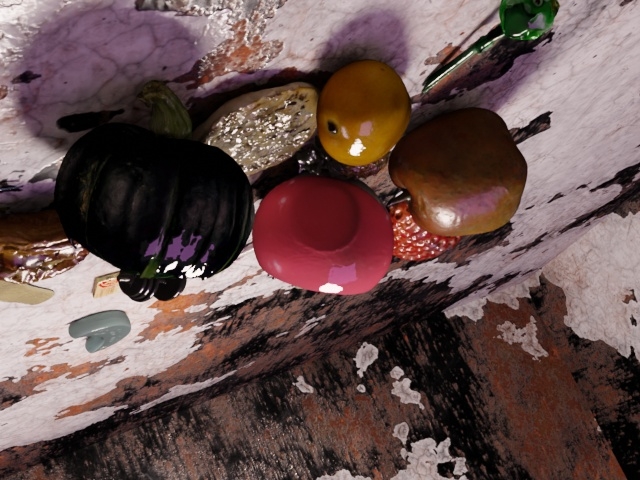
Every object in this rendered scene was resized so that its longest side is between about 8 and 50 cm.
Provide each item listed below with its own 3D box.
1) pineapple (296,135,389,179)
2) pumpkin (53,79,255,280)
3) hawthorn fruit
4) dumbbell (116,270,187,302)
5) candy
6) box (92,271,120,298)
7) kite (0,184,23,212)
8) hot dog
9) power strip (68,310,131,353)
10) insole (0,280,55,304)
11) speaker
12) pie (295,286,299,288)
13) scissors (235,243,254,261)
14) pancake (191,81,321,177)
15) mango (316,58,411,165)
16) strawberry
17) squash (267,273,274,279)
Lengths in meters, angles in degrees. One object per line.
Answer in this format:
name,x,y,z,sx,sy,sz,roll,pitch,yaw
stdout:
pineapple,0.037,-0.160,1.585,0.197,0.108,0.108,-13,160,-36
pumpkin,-0.231,-0.086,1.225,0.295,0.296,0.296,-22,163,-7
hawthorn fruit,0.268,-0.136,1.741,0.300,0.268,0.268,-19,163,-10
dumbbell,-0.358,0.083,1.780,0.099,0.099,0.208,-32,162,24
candy,0.279,-0.341,1.460,0.097,0.097,0.323,-11,167,-38
box,-0.465,0.098,1.823,0.058,0.015,0.093,-18,162,-27
kite,-0.554,-0.042,1.283,0.160,0.010,0.183,-11,160,-45
hot dog,-0.462,0.001,1.386,0.227,0.099,0.160,-19,165,-35
power strip,-0.535,0.226,2.065,0.137,0.044,0.216,-23,163,-7
insole,-0.606,0.101,1.645,0.081,0.011,0.248,-27,163,7
speaker,0.008,-0.013,1.696,0.294,0.294,0.294,-22,163,-7
pie,0.027,0.050,2.097,0.240,0.054,0.240,-34,-161,13
scissors,-0.159,0.017,1.990,0.176,0.022,0.085,-21,160,1
pancake,-0.114,-0.179,1.414,0.282,0.049,0.282,-23,164,-7
mango,0.077,-0.208,1.413,0.175,0.139,0.254,-50,163,7
strawberry,0.292,-0.034,2.250,0.253,0.150,0.280,-21,164,-14
squash,0.001,0.000,2.049,0.331,0.087,0.087,-34,161,20
